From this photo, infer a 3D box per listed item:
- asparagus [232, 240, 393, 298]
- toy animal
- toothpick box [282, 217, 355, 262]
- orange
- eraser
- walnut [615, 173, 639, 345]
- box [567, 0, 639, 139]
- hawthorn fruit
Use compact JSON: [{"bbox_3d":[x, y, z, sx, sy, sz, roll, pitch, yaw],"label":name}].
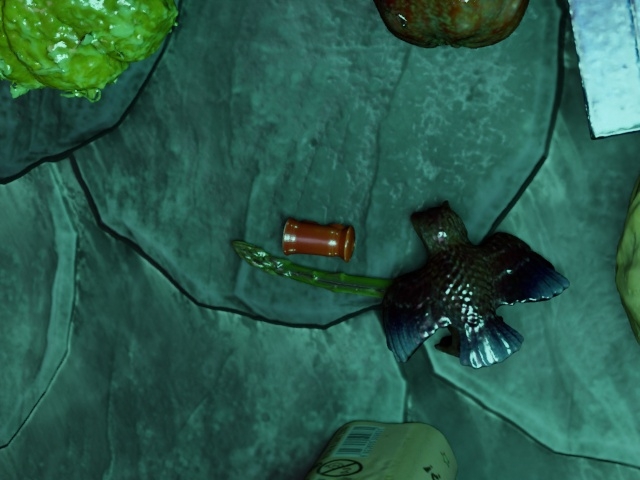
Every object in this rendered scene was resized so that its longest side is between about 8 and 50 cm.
[{"bbox_3d":[0.000,0.041,1.239,0.236,0.027,0.034,13,97,12],"label":"asparagus"},{"bbox_3d":[0.161,0.046,1.149,0.218,0.116,0.179,-22,94,6],"label":"toy animal"},{"bbox_3d":[0.000,0.000,1.223,0.083,0.047,0.047,7,101,12],"label":"toothpick box"},{"bbox_3d":[-0.308,-0.317,1.163,0.301,0.223,0.300,-32,85,17],"label":"orange"},{"bbox_3d":[0.050,0.285,1.128,0.171,0.290,0.087,-2,98,15],"label":"eraser"},{"bbox_3d":[0.462,0.010,0.951,0.381,0.381,0.381,2,99,14],"label":"walnut"},{"bbox_3d":[0.292,-0.241,0.989,0.116,0.279,0.261,-11,96,14],"label":"box"},{"bbox_3d":[0.146,-0.318,1.074,0.181,0.181,0.235,14,102,12],"label":"hawthorn fruit"}]
